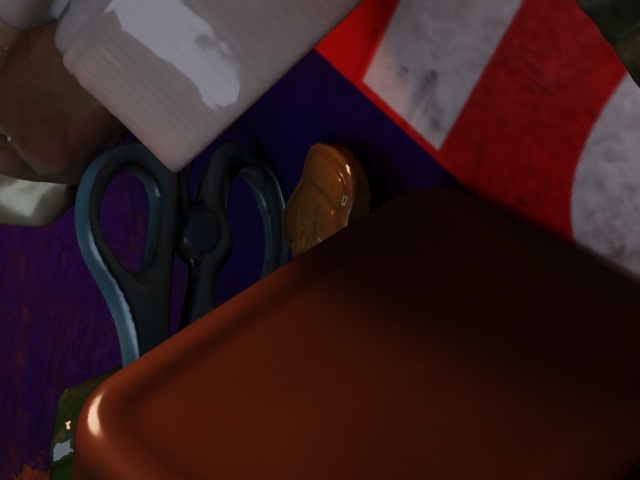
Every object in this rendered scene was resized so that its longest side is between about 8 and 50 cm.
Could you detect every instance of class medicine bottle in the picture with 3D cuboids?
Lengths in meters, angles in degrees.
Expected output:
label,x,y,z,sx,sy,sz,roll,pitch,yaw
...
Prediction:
label,x,y,z,sx,sy,sz,roll,pitch,yaw
medicine bottle,-0.138,-0.232,0.661,0.371,0.211,0.211,46,144,-8

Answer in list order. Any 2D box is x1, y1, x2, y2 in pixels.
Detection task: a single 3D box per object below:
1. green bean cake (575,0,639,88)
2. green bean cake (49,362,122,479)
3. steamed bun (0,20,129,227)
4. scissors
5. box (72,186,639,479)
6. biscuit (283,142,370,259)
label,x,y,z,sx,sy,sz,roll,pitch,yaw
green bean cake,0.203,-0.089,0.459,0.183,0.185,0.094,52,138,1
green bean cake,-0.068,0.263,0.987,0.169,0.300,0.308,-27,55,17
steamed bun,-0.247,-0.103,0.862,0.268,0.280,0.207,14,124,41
scissors,-0.100,0.108,0.829,0.032,0.180,0.393,-10,72,47
box,0.039,0.154,0.700,0.239,0.339,0.229,32,135,28
biscuit,-0.001,0.000,0.846,0.118,0.023,0.140,-144,54,-62
